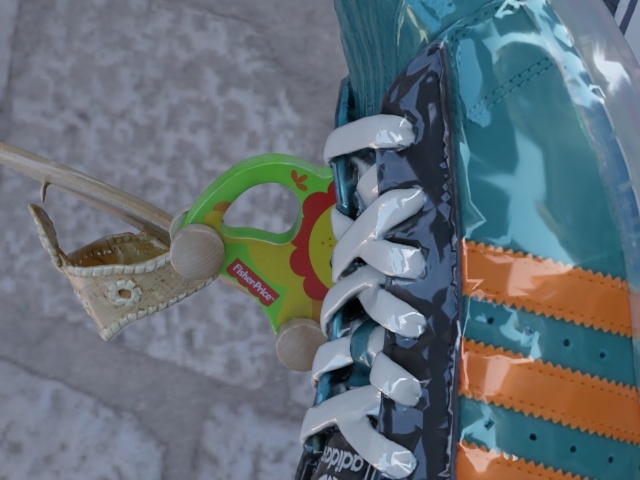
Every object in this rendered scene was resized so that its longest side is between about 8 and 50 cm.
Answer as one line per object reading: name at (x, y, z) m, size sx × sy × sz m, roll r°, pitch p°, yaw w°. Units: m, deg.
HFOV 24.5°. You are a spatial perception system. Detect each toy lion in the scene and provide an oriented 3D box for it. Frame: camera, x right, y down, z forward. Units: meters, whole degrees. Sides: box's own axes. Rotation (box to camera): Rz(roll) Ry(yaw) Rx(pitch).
toy lion at (0.000, 0.000, 0.624) m, size 0.100 × 0.034 × 0.096 m, roll 42°, pitch 103°, yaw -18°

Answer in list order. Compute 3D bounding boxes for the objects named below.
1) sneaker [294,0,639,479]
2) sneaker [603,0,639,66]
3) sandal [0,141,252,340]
sneaker at (0.041, 0.047, 0.420) m, size 0.108 × 0.121 × 0.302 m, roll 171°, pitch 82°, yaw -72°
sneaker at (0.111, -0.049, 0.765) m, size 0.127 × 0.321 × 0.126 m, roll 4°, pitch 120°, yaw 19°
sandal at (-0.095, 0.024, 0.827) m, size 0.088 × 0.240 × 0.079 m, roll 11°, pitch 79°, yaw 63°
